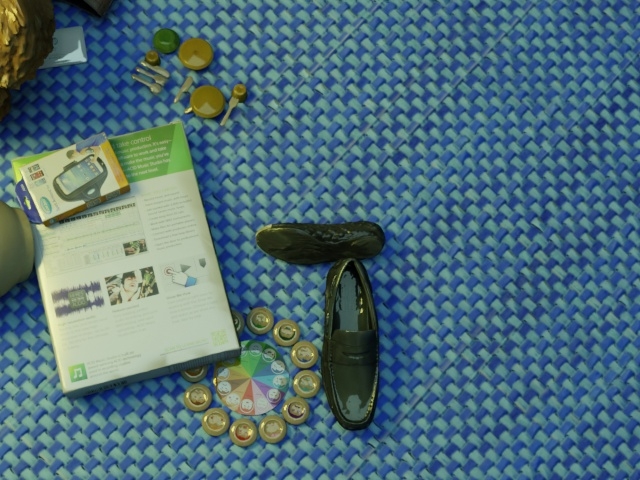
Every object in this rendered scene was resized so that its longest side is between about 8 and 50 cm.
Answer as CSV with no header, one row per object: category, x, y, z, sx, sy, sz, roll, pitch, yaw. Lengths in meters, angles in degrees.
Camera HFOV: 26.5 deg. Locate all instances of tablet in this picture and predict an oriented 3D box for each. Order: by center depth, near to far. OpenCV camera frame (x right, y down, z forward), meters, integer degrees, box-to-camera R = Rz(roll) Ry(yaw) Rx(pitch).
tablet,-0.362,-0.262,1.855,0.083,0.006,0.054,-9,77,-8

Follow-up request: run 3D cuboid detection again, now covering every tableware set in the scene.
tableware set,-0.172,-0.224,1.855,0.154,0.024,0.104,27,72,3

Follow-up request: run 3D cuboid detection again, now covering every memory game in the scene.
memory game,-0.091,0.176,1.765,0.186,0.012,0.186,1,76,-5

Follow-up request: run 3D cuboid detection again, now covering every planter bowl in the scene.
planter bowl,-0.428,0.008,1.716,0.109,0.162,0.162,-6,75,-34

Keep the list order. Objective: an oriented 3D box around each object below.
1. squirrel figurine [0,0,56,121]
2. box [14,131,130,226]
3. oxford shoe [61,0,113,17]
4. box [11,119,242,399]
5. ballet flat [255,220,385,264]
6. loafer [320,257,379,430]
squirrel figurine,-0.535,-0.295,1.684,0.370,0.281,0.397,-25,102,21
box,-0.322,-0.075,1.742,0.136,0.028,0.081,-24,76,-12
oxford shoe,-0.445,-0.390,1.821,0.363,0.130,0.133,12,81,-2
box,-0.252,0.022,1.763,0.232,0.058,0.322,-13,76,-8
ballet flat,0.000,0.000,1.808,0.173,0.049,0.058,2,118,-3
loafer,0.038,0.131,1.753,0.076,0.078,0.223,-1,76,-5
